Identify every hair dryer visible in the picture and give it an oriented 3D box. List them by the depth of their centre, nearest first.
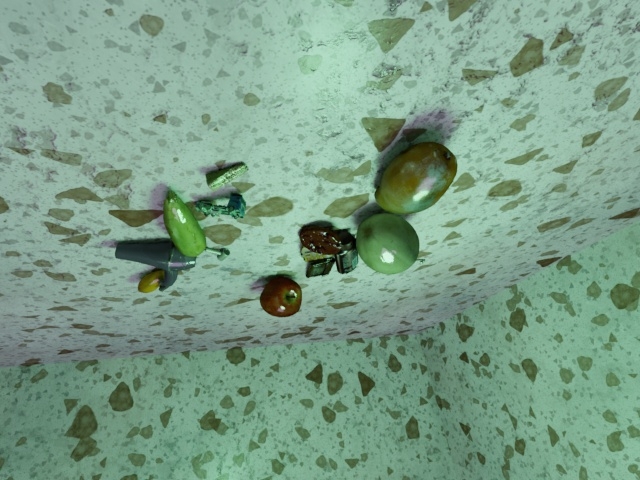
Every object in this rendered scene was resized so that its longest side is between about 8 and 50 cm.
[{"bbox_3d":[-0.689,0.128,1.726,0.301,0.121,0.361,7,143,-15],"label":"hair dryer"},{"bbox_3d":[-0.465,0.053,1.778,0.124,0.037,0.063,17,143,-34],"label":"hair dryer"}]

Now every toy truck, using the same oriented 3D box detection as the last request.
[{"bbox_3d":[-0.349,-0.126,1.433,0.175,0.081,0.067,5,156,12],"label":"toy truck"}]

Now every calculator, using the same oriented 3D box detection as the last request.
[{"bbox_3d":[-0.017,0.056,1.948,0.157,0.033,0.236,-11,157,0],"label":"calculator"}]

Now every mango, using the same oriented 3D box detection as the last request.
[{"bbox_3d":[0.308,-0.194,1.384,0.222,0.198,0.384,-5,167,-26],"label":"mango"},{"bbox_3d":[-0.781,0.191,1.892,0.190,0.075,0.098,-29,171,21],"label":"mango"}]

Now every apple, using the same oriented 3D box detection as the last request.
[{"bbox_3d":[-0.216,0.304,2.182,0.230,0.229,0.230,-8,154,-4],"label":"apple"}]

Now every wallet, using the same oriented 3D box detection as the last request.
[{"bbox_3d":[-0.001,0.149,2.105,0.133,0.039,0.243,-10,162,-11],"label":"wallet"}]

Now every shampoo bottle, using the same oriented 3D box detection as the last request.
[{"bbox_3d":[0.120,0.058,1.926,0.129,0.084,0.323,-35,155,-9],"label":"shampoo bottle"}]

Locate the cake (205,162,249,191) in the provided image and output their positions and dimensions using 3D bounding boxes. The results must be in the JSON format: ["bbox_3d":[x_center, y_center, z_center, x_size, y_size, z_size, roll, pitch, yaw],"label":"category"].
[{"bbox_3d":[-0.301,-0.215,1.305,0.140,0.055,0.051,-30,151,0],"label":"cake"}]

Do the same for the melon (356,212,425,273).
[{"bbox_3d":[0.283,0.011,1.720,0.272,0.271,0.308,-14,136,9],"label":"melon"}]

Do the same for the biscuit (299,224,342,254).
[{"bbox_3d":[0.000,0.000,1.762,0.192,0.049,0.192,14,144,10],"label":"biscuit"}]

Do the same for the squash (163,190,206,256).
[{"bbox_3d":[-0.498,-0.048,1.466,0.119,0.118,0.370,-8,153,-5],"label":"squash"}]
